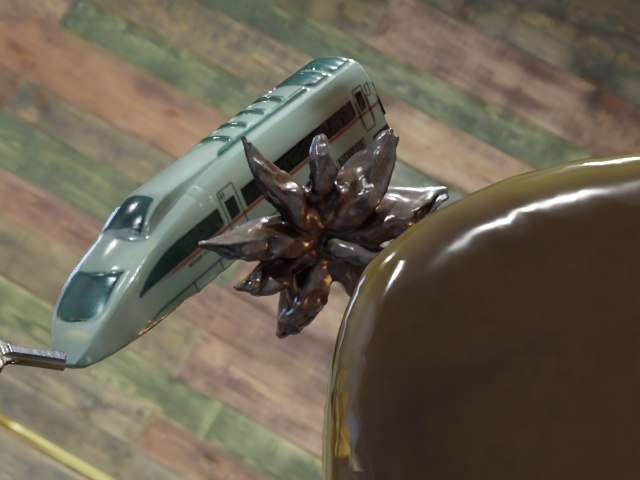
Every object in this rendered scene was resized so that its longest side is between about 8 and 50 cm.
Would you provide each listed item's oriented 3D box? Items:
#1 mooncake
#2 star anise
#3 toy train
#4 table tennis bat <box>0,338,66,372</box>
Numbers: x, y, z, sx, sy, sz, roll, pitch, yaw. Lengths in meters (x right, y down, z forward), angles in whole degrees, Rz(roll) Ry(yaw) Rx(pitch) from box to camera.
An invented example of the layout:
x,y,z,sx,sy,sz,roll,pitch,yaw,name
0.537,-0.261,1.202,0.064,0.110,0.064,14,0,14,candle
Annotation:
x,y,z,sx,sy,sz,roll,pitch,yaw,name
0.104,0.084,0.414,0.235,0.234,0.117,27,-14,17,mooncake
0.000,0.000,1.034,0.182,0.195,0.065,10,29,-19,star anise
-0.091,-0.037,1.153,0.086,0.407,0.088,3,-57,40,toy train
-0.161,0.052,0.637,0.083,0.007,0.050,11,21,-29,table tennis bat
